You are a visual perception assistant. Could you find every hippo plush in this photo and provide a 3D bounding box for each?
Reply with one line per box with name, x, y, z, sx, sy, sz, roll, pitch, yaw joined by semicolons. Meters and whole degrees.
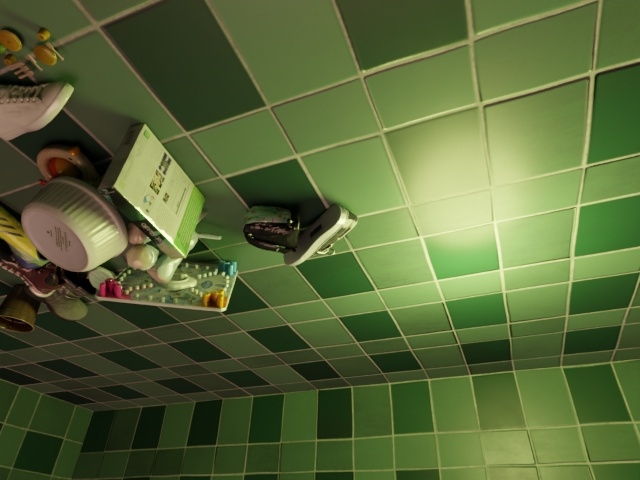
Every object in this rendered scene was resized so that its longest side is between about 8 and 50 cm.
hippo plush;-0.546;-0.017;1.437;0.237;0.294;0.234;5;131;42

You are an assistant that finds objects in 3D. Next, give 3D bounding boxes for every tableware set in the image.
tableware set;-0.669;-0.436;0.991;0.154;0.024;0.104;-12;138;20

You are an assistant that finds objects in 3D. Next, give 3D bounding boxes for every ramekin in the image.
ramekin;-0.694;-0.033;1.218;0.273;0.127;0.272;13;129;16

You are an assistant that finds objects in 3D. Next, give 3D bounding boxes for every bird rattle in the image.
bird rattle;-0.733;-0.193;1.282;0.254;0.143;0.206;5;134;19

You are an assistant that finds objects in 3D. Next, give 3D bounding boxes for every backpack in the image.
backpack;-0.160;-0.043;1.426;0.182;0.115;0.151;5;132;-2

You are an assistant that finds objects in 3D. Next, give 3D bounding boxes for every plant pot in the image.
plant pot;-1.307;0.291;1.897;0.167;0.165;0.167;1;144;1

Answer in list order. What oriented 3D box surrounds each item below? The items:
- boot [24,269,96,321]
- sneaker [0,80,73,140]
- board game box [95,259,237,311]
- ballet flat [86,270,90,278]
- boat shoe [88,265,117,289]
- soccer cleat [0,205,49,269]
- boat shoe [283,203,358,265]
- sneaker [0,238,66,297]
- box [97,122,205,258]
boot;-1.055;0.241;1.867;0.223;0.118;0.338;-11;147;9
sneaker;-0.736;-0.334;1.059;0.290;0.105;0.123;-14;143;23
board game box;-0.499;0.128;1.506;0.391;0.390;0.050;7;104;-7
ballet flat;-0.920;0.179;1.819;0.057;0.052;0.168;-6;143;11
boat shoe;-0.871;0.158;1.767;0.083;0.075;0.226;-21;146;-13
soccer cleat;-1.040;-0.026;1.503;0.121;0.093;0.289;-19;127;-8
boat shoe;-0.001;-0.003;1.478;0.105;0.113;0.306;25;123;-37
sneaker;-1.070;0.082;1.636;0.163;0.106;0.281;-21;124;18
box;-0.453;-0.128;1.223;0.059;0.232;0.322;-7;143;19
